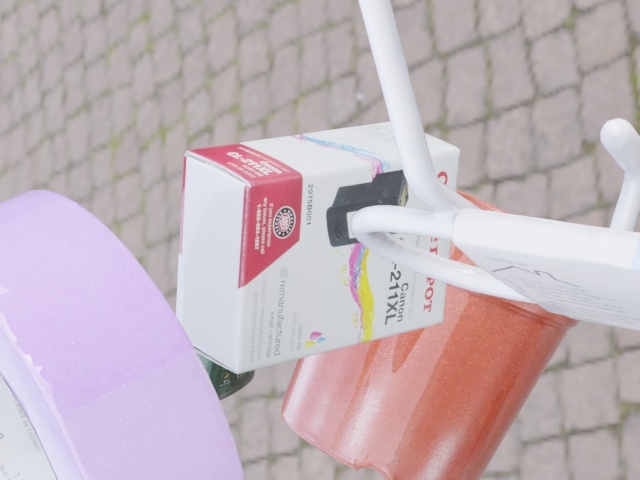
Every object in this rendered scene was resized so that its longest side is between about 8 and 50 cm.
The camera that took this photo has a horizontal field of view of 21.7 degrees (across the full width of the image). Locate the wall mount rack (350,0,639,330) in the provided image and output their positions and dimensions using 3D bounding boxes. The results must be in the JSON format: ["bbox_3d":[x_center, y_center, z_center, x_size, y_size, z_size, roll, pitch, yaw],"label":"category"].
[{"bbox_3d":[0.145,-0.043,0.687,0.350,0.304,0.130,9,75,39],"label":"wall mount rack"}]

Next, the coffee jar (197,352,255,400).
[{"bbox_3d":[-0.107,0.075,1.776,0.079,0.096,0.184,29,126,28],"label":"coffee jar"}]

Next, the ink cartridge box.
[{"bbox_3d":[0.000,0.000,1.072,0.072,0.175,0.127,25,119,47],"label":"ink cartridge box"}]

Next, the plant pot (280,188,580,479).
[{"bbox_3d":[0.105,0.089,1.590,0.272,0.272,0.265,32,100,54],"label":"plant pot"}]

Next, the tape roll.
[{"bbox_3d":[-0.154,0.112,0.985,0.275,0.090,0.274,37,141,39],"label":"tape roll"}]
